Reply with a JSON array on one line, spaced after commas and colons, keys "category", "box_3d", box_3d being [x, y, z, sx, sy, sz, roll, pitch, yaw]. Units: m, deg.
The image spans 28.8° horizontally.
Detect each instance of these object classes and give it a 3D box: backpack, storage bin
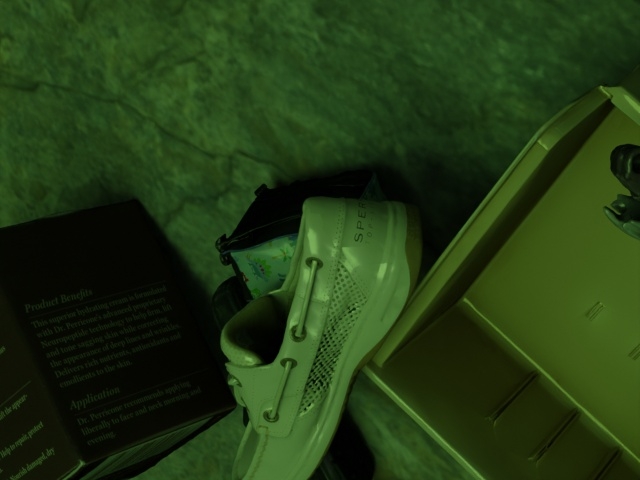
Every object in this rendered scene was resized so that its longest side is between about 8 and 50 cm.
[{"category": "backpack", "box_3d": [0.000, 0.000, 0.917, 0.114, 0.105, 0.084, -17, 113, 30]}, {"category": "storage bin", "box_3d": [0.205, 0.071, 0.790, 0.262, 0.123, 0.260, 44, 133, 12]}]

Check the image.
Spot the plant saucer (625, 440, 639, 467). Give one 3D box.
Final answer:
[{"category": "plant saucer", "box_3d": [0.217, 0.220, 0.958, 0.067, 0.018, 0.192, 39, 129, 7]}]

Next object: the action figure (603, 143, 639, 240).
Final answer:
[{"category": "action figure", "box_3d": [0.224, -0.074, 0.632, 0.185, 0.099, 0.285, -24, 61, 35]}]

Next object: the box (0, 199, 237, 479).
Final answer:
[{"category": "box", "box_3d": [-0.212, 0.102, 1.035, 0.167, 0.168, 0.203, -38, 74, 41]}]

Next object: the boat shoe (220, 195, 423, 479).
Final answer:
[{"category": "boat shoe", "box_3d": [-0.023, 0.074, 0.857, 0.096, 0.098, 0.277, 15, 125, -14]}]

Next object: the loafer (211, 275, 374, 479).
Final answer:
[{"category": "loafer", "box_3d": [-0.036, 0.132, 1.030, 0.078, 0.076, 0.223, -19, 108, 30]}]
